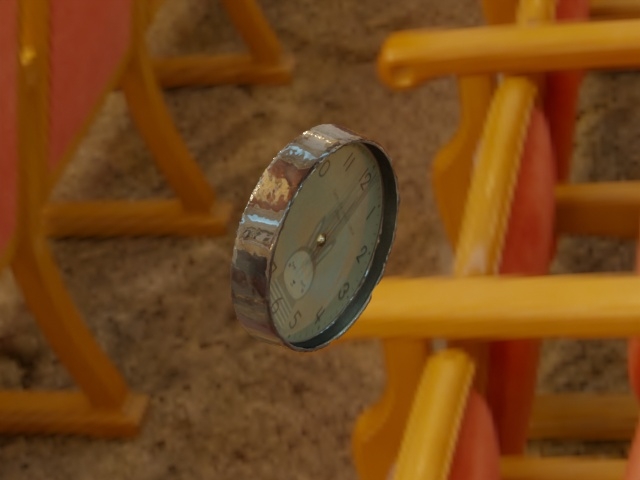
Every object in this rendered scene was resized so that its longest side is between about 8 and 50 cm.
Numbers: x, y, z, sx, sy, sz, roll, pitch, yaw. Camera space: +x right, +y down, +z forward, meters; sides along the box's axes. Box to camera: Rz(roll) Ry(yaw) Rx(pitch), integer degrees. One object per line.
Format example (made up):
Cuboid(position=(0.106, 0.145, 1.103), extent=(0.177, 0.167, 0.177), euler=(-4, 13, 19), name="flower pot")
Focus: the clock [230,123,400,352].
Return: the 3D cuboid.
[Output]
Cuboid(position=(0.000, 0.000, 1.574), extent=(0.042, 0.215, 0.215), euler=(20, 43, 31), name="clock")
